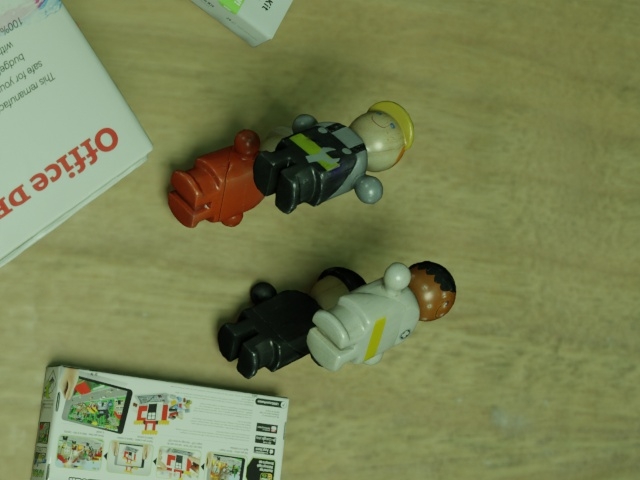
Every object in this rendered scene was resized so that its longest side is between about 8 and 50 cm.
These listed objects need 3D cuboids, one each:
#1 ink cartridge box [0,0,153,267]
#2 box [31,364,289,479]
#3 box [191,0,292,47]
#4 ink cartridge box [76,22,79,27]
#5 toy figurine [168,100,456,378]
[{"bbox_3d":[-0.284,-0.120,0.952,0.201,0.117,0.278,-39,106,-28],"label":"ink cartridge box"},{"bbox_3d":[-0.129,0.172,1.099,0.207,0.036,0.114,12,78,-28],"label":"box"},{"bbox_3d":[-0.091,-0.282,1.176,0.186,0.038,0.145,36,68,-23],"label":"box"},{"bbox_3d":[-0.280,-0.134,1.046,0.179,0.045,0.145,15,77,-25],"label":"ink cartridge box"},{"bbox_3d":[0.000,0.000,1.096,0.148,0.209,0.213,-23,96,-36],"label":"toy figurine"}]
